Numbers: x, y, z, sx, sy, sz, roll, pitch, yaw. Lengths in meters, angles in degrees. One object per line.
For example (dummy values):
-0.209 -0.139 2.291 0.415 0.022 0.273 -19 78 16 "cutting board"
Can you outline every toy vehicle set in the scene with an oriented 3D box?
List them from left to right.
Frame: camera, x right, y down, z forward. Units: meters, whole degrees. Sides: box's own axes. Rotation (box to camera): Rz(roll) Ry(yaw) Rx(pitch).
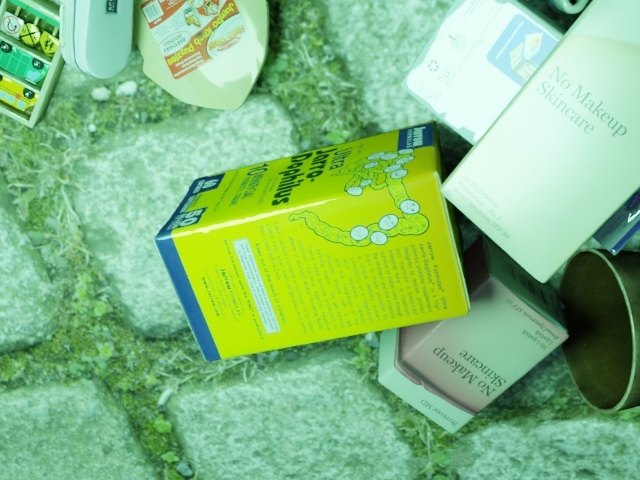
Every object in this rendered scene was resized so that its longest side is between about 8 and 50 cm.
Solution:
-0.470 -0.286 1.006 0.266 0.035 0.166 28 116 -7 "toy vehicle set"

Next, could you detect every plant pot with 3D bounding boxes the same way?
0.469 0.110 1.008 0.230 0.215 0.215 -4 117 -6 "plant pot"

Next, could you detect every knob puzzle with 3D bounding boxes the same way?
-0.144 -0.258 0.969 0.213 0.030 0.213 4 105 16 "knob puzzle"

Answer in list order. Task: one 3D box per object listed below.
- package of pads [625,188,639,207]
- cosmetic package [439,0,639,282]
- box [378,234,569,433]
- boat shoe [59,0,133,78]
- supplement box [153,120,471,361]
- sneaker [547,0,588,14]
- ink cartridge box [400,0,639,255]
0.463 -0.144 0.921 0.229 0.101 0.297 18 118 -2 "package of pads"
0.287 -0.123 0.788 0.160 0.113 0.309 43 122 12 "cosmetic package"
0.210 0.135 1.080 0.148 0.127 0.232 36 115 -11 "box"
-0.272 -0.338 0.929 0.088 0.096 0.268 23 114 33 "boat shoe"
0.000 0.000 1.001 0.356 0.194 0.195 -12 115 13 "supplement box"
0.314 -0.343 0.852 0.071 0.083 0.191 14 116 2 "sneaker"
0.268 -0.151 0.892 0.332 0.065 0.165 43 120 13 "ink cartridge box"
